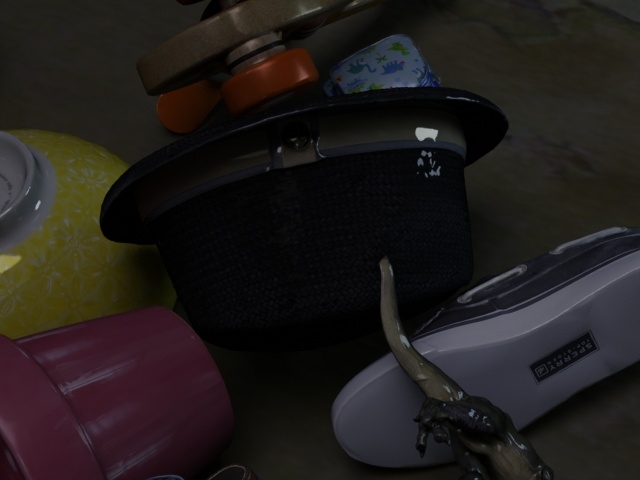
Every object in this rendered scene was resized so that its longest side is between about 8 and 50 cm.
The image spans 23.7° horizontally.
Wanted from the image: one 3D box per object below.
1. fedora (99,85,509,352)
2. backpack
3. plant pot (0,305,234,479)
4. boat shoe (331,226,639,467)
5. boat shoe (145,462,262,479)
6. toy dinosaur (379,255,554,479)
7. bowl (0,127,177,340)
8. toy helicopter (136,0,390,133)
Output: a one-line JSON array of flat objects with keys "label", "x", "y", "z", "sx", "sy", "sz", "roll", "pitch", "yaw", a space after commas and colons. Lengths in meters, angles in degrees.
[{"label": "fedora", "x": 0.000, "y": 0.000, "z": 1.204, "sx": 0.334, "sy": 0.334, "sz": 0.153, "roll": -14, "pitch": 78, "yaw": 1}, {"label": "backpack", "x": 0.064, "y": -0.121, "z": 1.374, "sx": 0.105, "sy": 0.084, "sz": 0.114, "roll": -27, "pitch": 54, "yaw": -6}, {"label": "plant pot", "x": -0.174, "y": 0.143, "z": 1.160, "sx": 0.180, "sy": 0.201, "sz": 0.201, "roll": -26, "pitch": 50, "yaw": -28}, {"label": "boat shoe", "x": 0.142, "y": 0.074, "z": 1.192, "sx": 0.301, "sy": 0.108, "sz": 0.102, "roll": -28, "pitch": 30, "yaw": 1}, {"label": "boat shoe", "x": -0.104, "y": 0.201, "z": 1.069, "sx": 0.066, "sy": 0.066, "sz": 0.183, "roll": -9, "pitch": 20, "yaw": 38}, {"label": "toy dinosaur", "x": 0.107, "y": 0.141, "z": 1.080, "sx": 0.064, "sy": 0.268, "sz": 0.118, "roll": -37, "pitch": 6, "yaw": 29}, {"label": "bowl", "x": -0.276, "y": -0.003, "z": 1.311, "sx": 0.289, "sy": 0.156, "sz": 0.289, "roll": -6, "pitch": 50, "yaw": 8}, {"label": "toy helicopter", "x": -0.019, "y": -0.205, "z": 1.419, "sx": 0.355, "sy": 0.235, "sz": 0.140, "roll": -27, "pitch": 90, "yaw": -35}]
